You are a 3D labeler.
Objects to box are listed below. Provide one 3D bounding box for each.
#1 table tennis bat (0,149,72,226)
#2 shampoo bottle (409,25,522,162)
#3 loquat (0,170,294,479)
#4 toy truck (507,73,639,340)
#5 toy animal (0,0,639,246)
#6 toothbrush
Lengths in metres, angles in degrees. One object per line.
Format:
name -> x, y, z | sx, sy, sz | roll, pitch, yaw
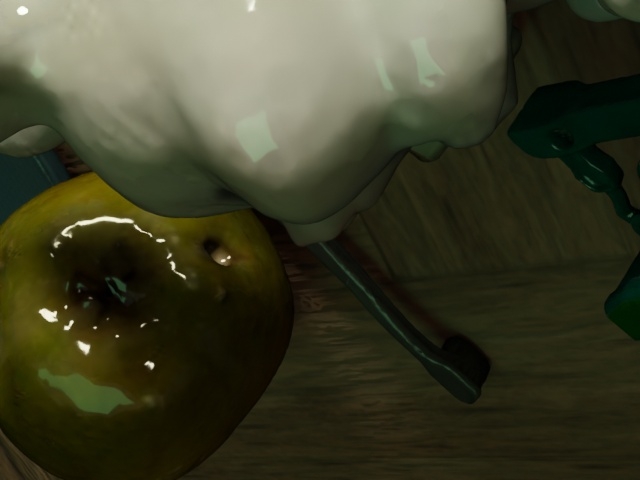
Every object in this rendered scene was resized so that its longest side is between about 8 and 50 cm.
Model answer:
table tennis bat -> -0.315, -0.077, 0.927 | 0.329, 0.044, 0.215 | 38, 139, -7
shampoo bottle -> -0.023, -0.148, 0.645 | 0.262, 0.085, 0.085 | 35, 138, 0
loquat -> -0.124, 0.057, 0.812 | 0.213, 0.213, 0.246 | 32, 168, 3
toy truck -> 0.226, -0.029, 0.461 | 0.178, 0.176, 0.363 | 40, 161, -12
toy animal -> -0.026, -0.123, 0.511 | 0.367, 0.196, 0.241 | -32, 89, 14
toothbrush -> 0.000, 0.000, 0.807 | 0.297, 0.030, 0.030 | 43, 146, -7
